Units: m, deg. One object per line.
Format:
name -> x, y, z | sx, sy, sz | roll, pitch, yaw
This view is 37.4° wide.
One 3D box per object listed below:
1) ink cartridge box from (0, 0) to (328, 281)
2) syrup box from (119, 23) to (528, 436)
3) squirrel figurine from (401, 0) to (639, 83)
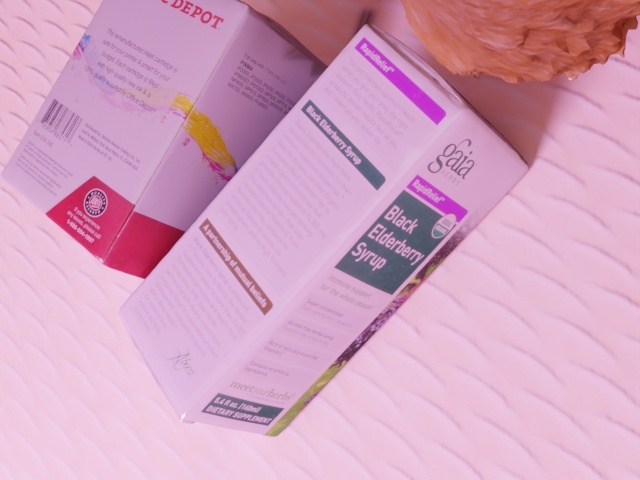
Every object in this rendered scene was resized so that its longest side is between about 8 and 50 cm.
ink cartridge box -> -0.092, -0.073, 0.627 | 0.128, 0.127, 0.176 | 34, 95, 36
syrup box -> 0.000, 0.000, 0.565 | 0.237, 0.093, 0.096 | -47, 55, 12
squirrel figurine -> 0.102, -0.298, 0.505 | 0.397, 0.281, 0.370 | 39, 60, -2
